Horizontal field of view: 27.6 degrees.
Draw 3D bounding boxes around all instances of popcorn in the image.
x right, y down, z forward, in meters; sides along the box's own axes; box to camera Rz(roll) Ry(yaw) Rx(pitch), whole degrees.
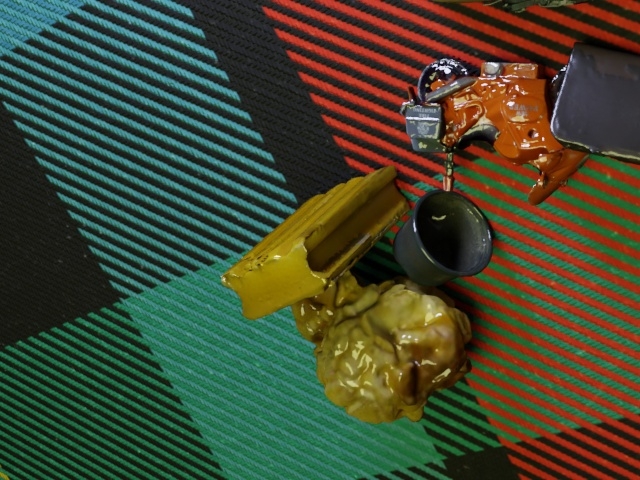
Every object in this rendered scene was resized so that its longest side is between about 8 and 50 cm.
[{"bbox_3d":[0.096,0.179,2.228,0.332,0.265,0.225,27,165,-6],"label":"popcorn"}]

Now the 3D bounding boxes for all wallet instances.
[{"bbox_3d":[0.496,-0.181,1.881,0.309,0.042,0.165,15,84,16],"label":"wallet"}]

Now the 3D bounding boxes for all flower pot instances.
[{"bbox_3d":[0.193,0.005,2.164,0.157,0.157,0.107,50,142,-2],"label":"flower pot"}]

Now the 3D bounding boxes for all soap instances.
[{"bbox_3d":[0.000,0.000,2.157,0.204,0.324,0.096,-23,103,39],"label":"soap"}]

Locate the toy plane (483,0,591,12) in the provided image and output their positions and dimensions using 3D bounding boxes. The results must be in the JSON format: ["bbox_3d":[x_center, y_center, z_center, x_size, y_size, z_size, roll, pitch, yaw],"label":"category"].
[{"bbox_3d":[0.335,-0.366,1.915,0.197,0.078,0.053,7,122,45],"label":"toy plane"}]

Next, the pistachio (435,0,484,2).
[{"bbox_3d":[0.220,-0.423,1.889,0.293,0.162,0.181,0,156,46],"label":"pistachio"}]

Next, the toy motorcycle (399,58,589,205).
[{"bbox_3d":[0.285,-0.169,2.022,0.325,0.148,0.221,6,96,26],"label":"toy motorcycle"}]
